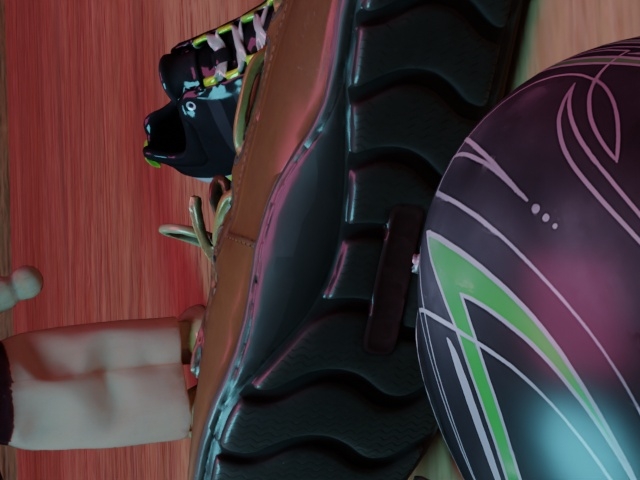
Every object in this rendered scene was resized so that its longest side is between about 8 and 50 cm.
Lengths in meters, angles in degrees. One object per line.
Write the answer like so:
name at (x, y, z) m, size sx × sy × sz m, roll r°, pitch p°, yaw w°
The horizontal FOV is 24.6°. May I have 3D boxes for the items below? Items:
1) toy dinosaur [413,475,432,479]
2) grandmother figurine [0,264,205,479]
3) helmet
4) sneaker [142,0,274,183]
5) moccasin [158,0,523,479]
toy dinosaur at (0.088, 0.111, 0.624) m, size 0.268 × 0.064 × 0.118 m, roll 116°, pitch 161°, yaw -58°
grandmother figurine at (-0.256, 0.128, 1.187) m, size 0.104 × 0.342 × 0.208 m, roll 126°, pitch 140°, yaw -60°
helmet at (0.106, 0.021, 0.410) m, size 0.169 × 0.169 × 0.162 m, roll -17°, pitch 91°, yaw 70°
sneaker at (-0.052, -0.099, 0.928) m, size 0.235 × 0.097 × 0.084 m, roll 130°, pitch 141°, yaw -51°
moccasin at (-0.003, 0.000, 0.758) m, size 0.147 × 0.139 × 0.380 m, roll -127°, pitch 41°, yaw -62°
